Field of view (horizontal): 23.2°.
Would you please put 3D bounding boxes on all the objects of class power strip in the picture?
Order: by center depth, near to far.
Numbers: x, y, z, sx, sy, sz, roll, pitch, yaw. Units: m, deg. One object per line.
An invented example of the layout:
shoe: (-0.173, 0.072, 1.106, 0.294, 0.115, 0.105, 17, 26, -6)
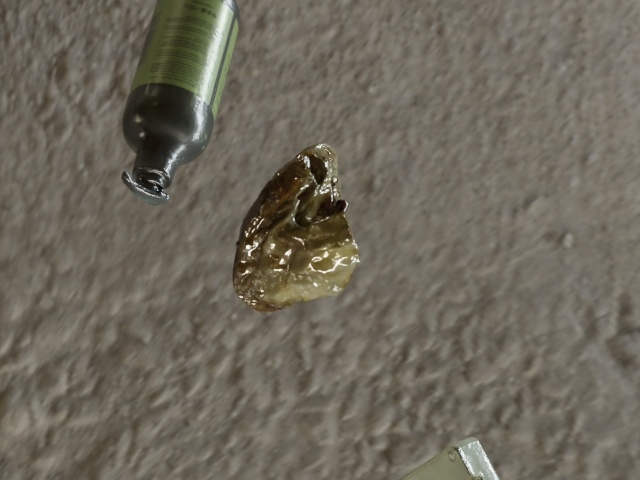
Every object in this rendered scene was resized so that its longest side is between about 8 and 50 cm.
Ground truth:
power strip: (0.072, 0.331, 1.690, 0.043, 0.367, 0.106, -12, 69, -45)

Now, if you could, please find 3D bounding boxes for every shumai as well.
shumai: (-0.011, 0.003, 1.275, 0.105, 0.139, 0.123, 48, 24, 13)

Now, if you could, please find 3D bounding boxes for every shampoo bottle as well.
shampoo bottle: (-0.164, -0.161, 1.750, 0.101, 0.101, 0.283, 19, 56, -12)
